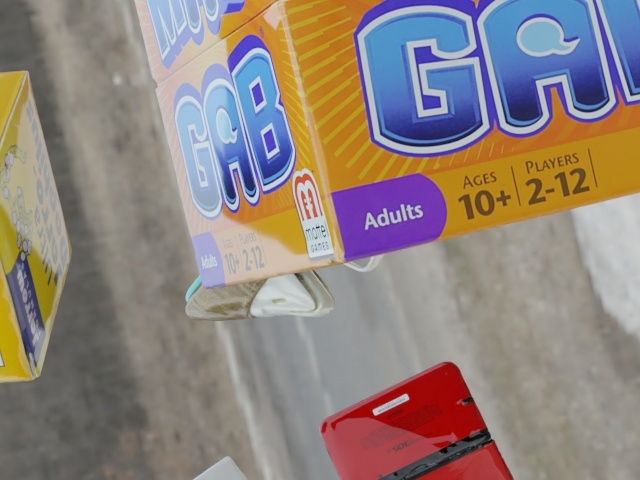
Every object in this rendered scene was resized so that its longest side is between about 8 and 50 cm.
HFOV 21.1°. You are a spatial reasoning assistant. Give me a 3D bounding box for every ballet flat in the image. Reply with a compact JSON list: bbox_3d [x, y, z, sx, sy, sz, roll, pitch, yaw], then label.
[{"bbox_3d":[0.000,0.000,1.812,0.124,0.342,0.116,50,-165,18],"label":"ballet flat"}]

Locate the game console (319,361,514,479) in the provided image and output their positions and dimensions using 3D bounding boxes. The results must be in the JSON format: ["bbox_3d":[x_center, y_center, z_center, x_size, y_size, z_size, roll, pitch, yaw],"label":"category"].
[{"bbox_3d":[0.090,0.201,1.609,0.124,0.144,0.085,65,-177,19],"label":"game console"}]

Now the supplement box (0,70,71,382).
[{"bbox_3d":[-0.412,-0.002,1.441,0.195,0.357,0.194,-86,-10,-55],"label":"supplement box"}]

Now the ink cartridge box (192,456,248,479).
[{"bbox_3d":[-0.172,0.355,1.806,0.119,0.353,0.207,52,-153,4],"label":"ink cartridge box"}]

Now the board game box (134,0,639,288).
[{"bbox_3d":[0.079,-0.180,1.330,0.356,0.357,0.356,168,89,-71],"label":"board game box"}]
